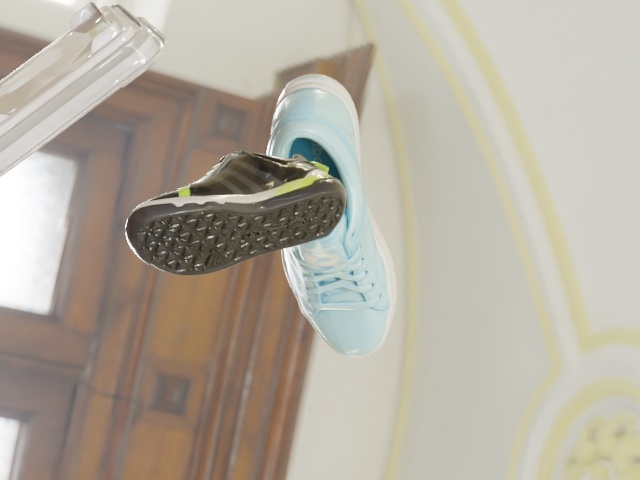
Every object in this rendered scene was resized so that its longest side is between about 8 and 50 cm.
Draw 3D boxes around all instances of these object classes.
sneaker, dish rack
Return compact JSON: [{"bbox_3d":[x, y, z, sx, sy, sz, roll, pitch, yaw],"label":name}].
[{"bbox_3d":[0.000,0.000,1.696,0.150,0.135,0.365,-69,148,-60],"label":"sneaker"},{"bbox_3d":[-0.383,-0.225,2.063,0.333,0.072,0.285,-38,-154,-3],"label":"dish rack"},{"bbox_3d":[-0.086,-0.034,1.369,0.097,0.235,0.084,51,-44,37],"label":"sneaker"}]
